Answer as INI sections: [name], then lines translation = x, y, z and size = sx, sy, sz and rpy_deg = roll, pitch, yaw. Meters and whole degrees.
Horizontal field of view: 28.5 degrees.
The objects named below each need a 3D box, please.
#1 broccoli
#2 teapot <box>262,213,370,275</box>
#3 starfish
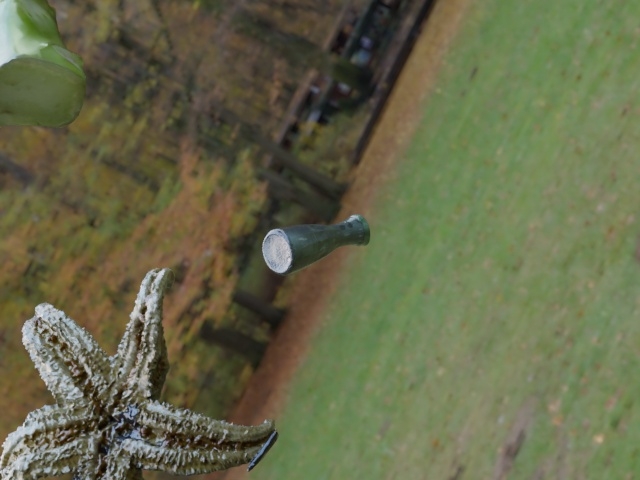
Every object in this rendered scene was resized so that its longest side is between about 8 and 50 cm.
[broccoli]
translation = -0.274, -0.264, 1.058
size = 0.361, 0.221, 0.252
rpy_deg = 46, 113, 41
[teapot]
translation = 0.000, 0.000, 1.152
size = 0.110, 0.043, 0.043
rpy_deg = -16, -35, -43
[starfish]
translation = -0.193, 0.180, 1.289
size = 0.113, 0.303, 0.312
rpy_deg = 17, -96, -74
